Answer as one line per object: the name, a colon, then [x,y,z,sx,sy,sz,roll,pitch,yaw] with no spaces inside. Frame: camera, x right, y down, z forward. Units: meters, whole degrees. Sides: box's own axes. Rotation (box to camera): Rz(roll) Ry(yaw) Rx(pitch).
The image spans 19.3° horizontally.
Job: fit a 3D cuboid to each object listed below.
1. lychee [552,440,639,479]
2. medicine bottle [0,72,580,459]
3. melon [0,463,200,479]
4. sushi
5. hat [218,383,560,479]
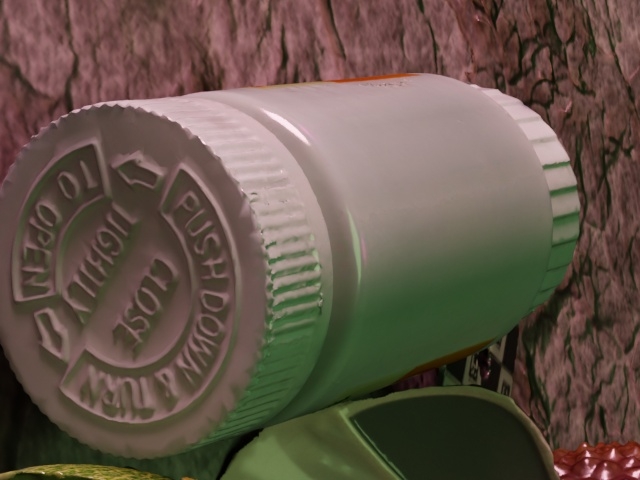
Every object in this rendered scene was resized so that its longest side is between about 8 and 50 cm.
lychee: [0.201,0.210,1.143,0.188,0.188,0.188,16,70,-54]
medicine bottle: [0.000,0.000,0.922,0.318,0.158,0.158,-12,93,-56]
melon: [-0.059,0.162,0.773,0.209,0.118,0.064,52,19,8]
sushi: [0.089,0.028,1.146,0.139,0.031,0.201,29,67,-64]
hat: [0.052,0.210,0.977,0.275,0.161,0.232,38,43,-16]
